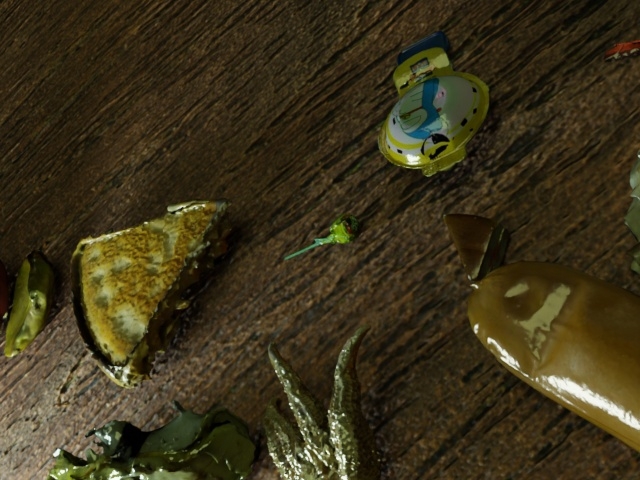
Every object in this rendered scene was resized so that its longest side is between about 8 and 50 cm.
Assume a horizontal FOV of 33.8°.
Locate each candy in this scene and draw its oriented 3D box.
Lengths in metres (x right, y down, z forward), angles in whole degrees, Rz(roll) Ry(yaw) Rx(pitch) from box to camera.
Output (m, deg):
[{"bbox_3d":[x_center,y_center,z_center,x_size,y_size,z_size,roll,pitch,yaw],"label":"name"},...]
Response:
[{"bbox_3d":[0.000,0.000,1.357,0.123,0.035,0.035,-25,10,33],"label":"candy"}]

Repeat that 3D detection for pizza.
[{"bbox_3d":[-0.251,0.037,1.476,0.251,0.074,0.288,31,84,41],"label":"pizza"}]

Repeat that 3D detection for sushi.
[{"bbox_3d":[-0.217,0.266,1.290,0.291,0.139,0.131,-14,51,30],"label":"sushi"}]

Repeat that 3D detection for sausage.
[{"bbox_3d":[0.290,0.118,1.035,0.354,0.116,0.134,34,100,44],"label":"sausage"}]

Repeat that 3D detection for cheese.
[{"bbox_3d":[0.137,-0.177,1.333,0.156,0.064,0.250,-26,41,20],"label":"cheese"}]

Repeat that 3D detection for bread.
[{"bbox_3d":[0.186,0.000,1.215,0.062,0.043,0.109,-36,49,16],"label":"bread"}]

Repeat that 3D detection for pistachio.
[{"bbox_3d":[-0.429,0.096,1.583,0.089,0.049,0.173,-27,52,51],"label":"pistachio"}]

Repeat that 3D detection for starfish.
[{"bbox_3d":[-0.003,0.251,1.181,0.301,0.084,0.293,-39,54,33],"label":"starfish"}]

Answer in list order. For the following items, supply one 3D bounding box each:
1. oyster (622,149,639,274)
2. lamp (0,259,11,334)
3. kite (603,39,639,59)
[{"bbox_3d":[0.410,-0.063,1.045,0.238,0.115,0.351,-12,56,27],"label":"oyster"},{"bbox_3d":[-0.577,0.090,1.581,0.227,0.227,0.227,-16,58,27],"label":"lamp"},{"bbox_3d":[0.417,-0.241,1.210,0.189,0.009,0.232,-13,58,30],"label":"kite"}]
